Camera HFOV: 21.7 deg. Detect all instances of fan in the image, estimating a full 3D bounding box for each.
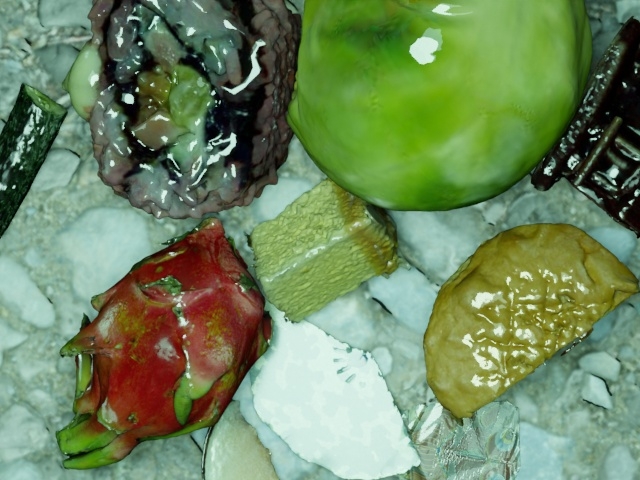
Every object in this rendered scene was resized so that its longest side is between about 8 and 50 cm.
[{"bbox_3d":[0.003,0.161,1.739,0.131,0.009,0.240,-43,84,-3],"label":"fan"}]

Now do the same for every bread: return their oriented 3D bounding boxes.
[{"bbox_3d":[0.193,0.072,1.680,0.229,0.143,0.139,-37,78,0],"label":"bread"},{"bbox_3d":[0.000,0.000,1.681,0.147,0.152,0.127,-30,79,3],"label":"bread"}]

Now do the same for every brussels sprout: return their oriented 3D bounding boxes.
[{"bbox_3d":[0.104,-0.192,1.591,0.344,0.268,0.344,-7,77,33],"label":"brussels sprout"}]

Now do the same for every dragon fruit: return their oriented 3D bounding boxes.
[{"bbox_3d":[-0.172,0.106,1.691,0.269,0.198,0.200,-29,52,29],"label":"dragon fruit"}]

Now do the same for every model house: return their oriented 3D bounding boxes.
[{"bbox_3d":[0.326,-0.100,1.661,0.164,0.141,0.203,31,91,8],"label":"model house"}]

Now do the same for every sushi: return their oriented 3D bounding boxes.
[{"bbox_3d":[-0.142,-0.150,1.672,0.237,0.171,0.270,10,96,3],"label":"sushi"}]

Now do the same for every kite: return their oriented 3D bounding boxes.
[{"bbox_3d":[0.095,0.219,1.743,0.229,0.016,0.127,7,88,3],"label":"kite"}]

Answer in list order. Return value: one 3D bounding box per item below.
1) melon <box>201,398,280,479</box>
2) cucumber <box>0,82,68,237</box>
[{"bbox_3d":[-0.080,0.262,1.737,0.098,0.054,0.182,-32,90,-3],"label":"melon"},{"bbox_3d":[-0.335,-0.057,1.744,0.058,0.052,0.214,29,93,22],"label":"cucumber"}]
